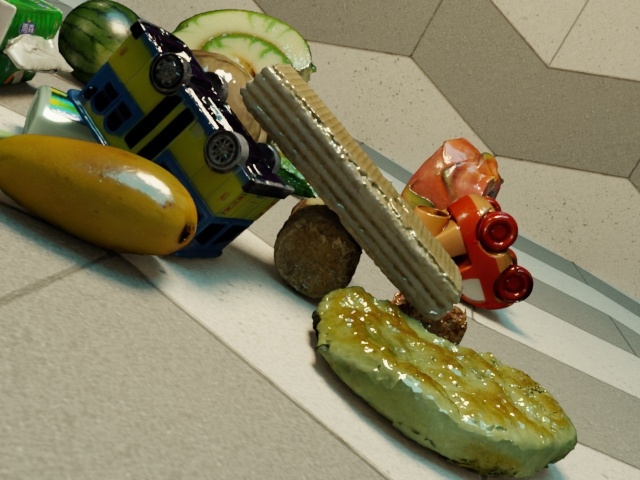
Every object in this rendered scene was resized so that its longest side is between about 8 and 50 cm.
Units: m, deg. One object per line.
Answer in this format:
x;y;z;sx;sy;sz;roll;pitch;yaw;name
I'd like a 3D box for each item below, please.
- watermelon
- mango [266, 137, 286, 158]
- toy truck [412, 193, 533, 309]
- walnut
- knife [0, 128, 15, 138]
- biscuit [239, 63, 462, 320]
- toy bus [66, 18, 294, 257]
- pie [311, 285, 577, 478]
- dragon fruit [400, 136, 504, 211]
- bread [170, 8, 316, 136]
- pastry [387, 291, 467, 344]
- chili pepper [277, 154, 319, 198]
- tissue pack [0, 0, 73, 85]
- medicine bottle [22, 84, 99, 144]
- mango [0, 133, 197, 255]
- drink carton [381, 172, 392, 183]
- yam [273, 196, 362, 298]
-0.460;-0.414;1.615;0.214;0.188;0.188;31;14;-2;watermelon
-0.145;-0.272;1.833;0.192;0.146;0.316;6;34;-30;mango
0.289;0.032;1.595;0.189;0.239;0.265;-93;162;-73;toy truck
-0.204;-0.212;1.330;0.248;0.248;0.248;27;14;-7;walnut
-0.495;-0.159;1.002;0.207;0.014;0.030;11;25;-51;knife
0.052;-0.071;1.107;0.426;0.078;0.144;49;15;-4;biscuit
-0.188;-0.134;1.040;0.288;0.175;0.138;54;16;13;toy bus
0.150;0.178;0.966;0.371;0.078;0.296;30;13;8;pie
0.355;-0.117;2.002;0.189;0.291;0.290;41;17;19;dragon fruit
-0.189;-0.362;1.728;0.381;0.129;0.366;-13;55;-17;bread
0.172;0.118;1.239;0.169;0.063;0.087;18;20;-41;pastry
-0.070;-0.135;1.650;0.278;0.065;0.122;33;10;-3;chili pepper
-0.515;-0.331;1.292;0.156;0.148;0.209;28;13;-4;tissue pack
-0.321;-0.148;1.158;0.228;0.083;0.121;20;24;-28;medicine bottle
-0.264;-0.057;0.903;0.253;0.113;0.138;21;22;-6;mango
0.058;-0.175;1.973;0.222;0.102;0.134;38;15;33;drink carton
0.001;0.002;1.196;0.128;0.129;0.238;52;14;-7;yam
